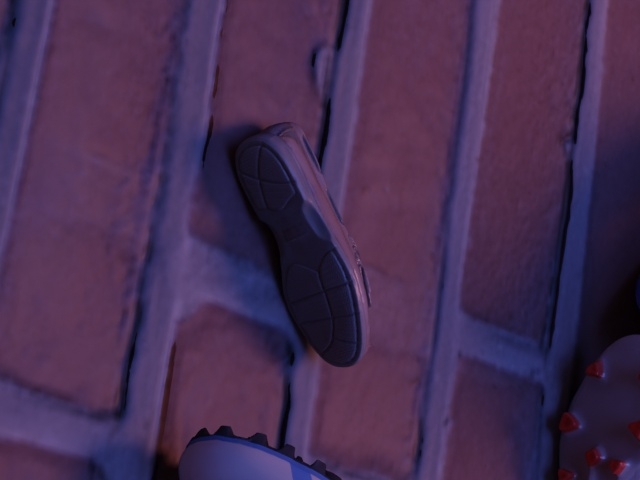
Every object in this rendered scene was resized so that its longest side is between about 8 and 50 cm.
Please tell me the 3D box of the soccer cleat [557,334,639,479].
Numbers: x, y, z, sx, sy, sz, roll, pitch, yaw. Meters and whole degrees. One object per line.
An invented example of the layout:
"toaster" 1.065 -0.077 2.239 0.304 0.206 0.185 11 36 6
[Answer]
"soccer cleat" 0.173 0.153 1.064 0.076 0.068 0.196 20 77 -48

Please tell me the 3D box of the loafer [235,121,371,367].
"loafer" 0.000 0.000 0.917 0.039 0.045 0.125 -37 108 -50

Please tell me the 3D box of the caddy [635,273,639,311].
"caddy" 0.345 0.016 1.134 0.341 0.241 0.179 -37 115 -43

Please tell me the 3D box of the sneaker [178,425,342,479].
"sneaker" 0.003 0.189 0.861 0.237 0.085 0.086 60 43 -20
